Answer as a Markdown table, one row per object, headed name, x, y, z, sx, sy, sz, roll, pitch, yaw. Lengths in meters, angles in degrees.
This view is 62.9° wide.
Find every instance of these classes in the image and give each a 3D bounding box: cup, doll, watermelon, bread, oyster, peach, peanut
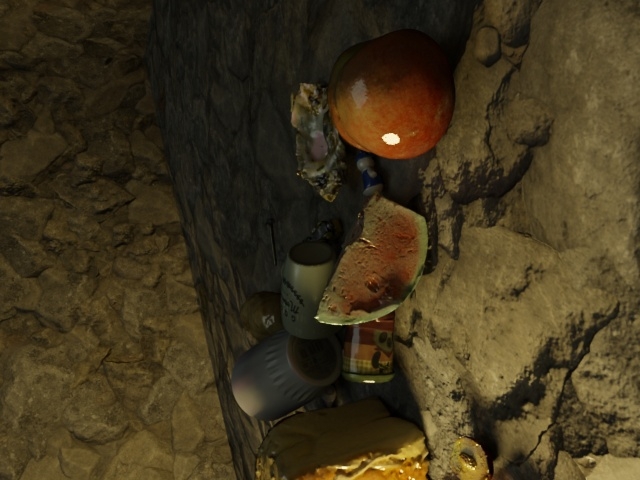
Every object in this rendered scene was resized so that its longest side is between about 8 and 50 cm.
| name | x | y | z | sx | sy | sz | roll | pitch | yaw |
| --- | --- | --- | --- | --- | --- | --- | --- | --- | --- |
| cup | -0.108 | 0.416 | 1.673 | 0.371 | 0.253 | 0.253 | -41 | 61 | 47 |
| doll | 0.118 | -0.157 | 1.263 | 0.099 | 0.057 | 0.143 | 92 | 161 | -71 |
| watermelon | 0.098 | 0.056 | 1.171 | 0.224 | 0.180 | 0.305 | 22 | 85 | 45 |
| bread | 0.055 | 0.637 | 1.324 | 0.279 | 0.390 | 0.371 | -149 | 51 | -67 |
| oyster | 0.008 | -0.269 | 1.420 | 0.201 | 0.107 | 0.355 | -16 | 72 | 44 |
| cup | -0.044 | 0.116 | 1.503 | 0.258 | 0.186 | 0.234 | 37 | 138 | 47 |
| peach | 0.316 | 0.447 | 1.069 | 0.098 | 0.061 | 0.098 | -3 | 85 | 44 |
| peach | 0.135 | -0.270 | 0.995 | 0.252 | 0.252 | 0.253 | 33 | 128 | 57 |
| peanut | -0.190 | 0.282 | 1.922 | 0.387 | 0.169 | 0.192 | 174 | 97 | -67 |

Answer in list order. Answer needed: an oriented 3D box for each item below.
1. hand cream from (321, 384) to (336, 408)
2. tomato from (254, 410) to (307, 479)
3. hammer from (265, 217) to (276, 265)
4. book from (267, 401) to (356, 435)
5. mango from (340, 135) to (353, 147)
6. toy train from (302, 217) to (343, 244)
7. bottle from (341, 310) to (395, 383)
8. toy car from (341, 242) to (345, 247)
| name | x | y | z | sx | sy | sz | roll | pitch | yaw |
| --- | --- | --- | --- | --- | --- | --- | --- | --- | --- |
| hand cream | 0.023 | 0.506 | 1.716 | 0.142 | 0.053 | 0.084 | 97 | 154 | -62 |
| tomato | -0.055 | 0.692 | 1.618 | 0.239 | 0.303 | 0.304 | -47 | -47 | -75 |
| hammer | -0.184 | 0.005 | 1.983 | 0.062 | 0.017 | 0.182 | 18 | 116 | 62 |
| book | 0.008 | 0.592 | 1.488 | 0.026 | 0.289 | 0.201 | 147 | 112 | -75 |
| mango | 0.098 | -0.291 | 1.238 | 0.161 | 0.076 | 0.103 | -49 | 48 | 48 |
| toy train | 0.000 | 0.000 | 1.539 | 0.202 | 0.081 | 0.060 | -46 | 59 | 51 |
| bottle | 0.114 | 0.205 | 1.283 | 0.156 | 0.143 | 0.271 | 144 | 129 | -82 |
| toy car | 0.090 | 0.050 | 1.396 | 0.142 | 0.055 | 0.069 | -134 | 41 | -70 |
